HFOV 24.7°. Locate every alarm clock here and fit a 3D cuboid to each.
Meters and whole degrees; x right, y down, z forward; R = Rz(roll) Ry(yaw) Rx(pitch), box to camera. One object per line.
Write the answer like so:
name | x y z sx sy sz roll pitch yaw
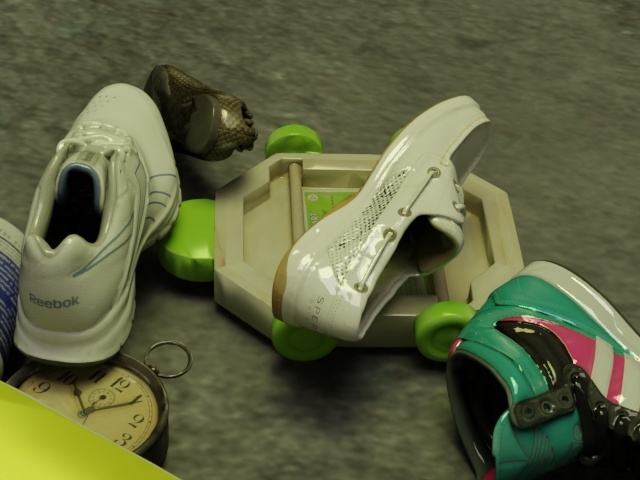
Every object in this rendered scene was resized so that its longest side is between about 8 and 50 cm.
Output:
alarm clock | -0.168 0.135 1.121 0.129 0.064 0.192 29 49 26

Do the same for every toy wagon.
toy wagon | 0.000 0.000 1.291 0.345 0.068 0.267 0 40 -4

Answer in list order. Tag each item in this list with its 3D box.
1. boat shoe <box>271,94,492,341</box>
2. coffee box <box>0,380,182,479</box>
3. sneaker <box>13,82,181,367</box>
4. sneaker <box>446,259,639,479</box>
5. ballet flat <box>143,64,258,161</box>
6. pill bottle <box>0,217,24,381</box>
boat shoe | 0.076 -0.012 1.189 0.096 0.098 0.277 26 55 24
coffee box | -0.139 0.324 0.659 0.338 0.334 0.338 27 45 11
sneaker | -0.174 -0.038 1.175 0.111 0.129 0.297 4 42 0
sneaker | 0.204 0.147 1.092 0.178 0.123 0.295 -31 55 -30
ballet flat | -0.116 -0.116 1.365 0.058 0.084 0.250 8 7 -24
pill bottle | -0.296 0.072 1.147 0.112 0.112 0.186 6 40 2
